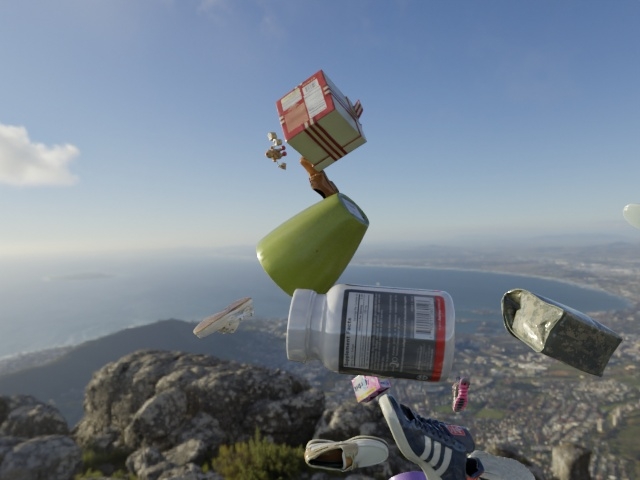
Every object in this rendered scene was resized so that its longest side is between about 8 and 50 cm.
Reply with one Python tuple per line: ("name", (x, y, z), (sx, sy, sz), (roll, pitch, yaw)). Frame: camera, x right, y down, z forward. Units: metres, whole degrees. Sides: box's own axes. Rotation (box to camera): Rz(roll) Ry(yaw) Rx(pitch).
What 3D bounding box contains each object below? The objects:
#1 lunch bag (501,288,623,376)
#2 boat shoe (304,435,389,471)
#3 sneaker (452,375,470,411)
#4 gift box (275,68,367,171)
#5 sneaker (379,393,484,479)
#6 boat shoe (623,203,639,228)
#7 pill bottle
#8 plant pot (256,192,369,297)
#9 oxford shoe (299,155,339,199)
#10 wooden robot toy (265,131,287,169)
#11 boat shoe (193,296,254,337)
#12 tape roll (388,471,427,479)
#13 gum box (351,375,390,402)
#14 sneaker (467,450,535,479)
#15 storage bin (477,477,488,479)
("lunch bag", (0.728, 0.273, 1.550), (0.235, 0.169, 0.287), (24, 8, -14))
("boat shoe", (0.095, 0.770, 1.750), (0.302, 0.113, 0.103), (-6, 4, 4))
("sneaker", (0.453, 0.501, 1.616), (0.047, 0.119, 0.057), (16, -2, -21))
("gift box", (0.014, -0.452, 1.837), (0.255, 0.276, 0.258), (-25, -35, 24))
("sneaker", (0.274, 0.470, 1.179), (0.148, 0.350, 0.131), (-34, 24, 6))
("boat shoe", (0.904, -0.054, 1.293), (0.083, 0.065, 0.183), (-14, 31, -31))
("pill bottle", (0.115, 0.209, 1.148), (0.362, 0.210, 0.210), (4, 1, 6))
("plant pot", (0.000, 0.000, 1.515), (0.293, 0.275, 0.275), (-45, -17, 20))
("oxford shoe", (-0.018, -0.244, 1.946), (0.076, 0.212, 0.076), (-41, 2, -17))
("wooden robot toy", (-0.196, -0.375, 2.067), (0.079, 0.173, 0.076), (-10, -5, -40))
("boat shoe", (-0.349, 0.309, 1.857), (0.098, 0.096, 0.277), (-8, 14, 44))
("tape roll", (0.358, 0.990, 1.940), (0.189, 0.189, 0.080), (-2, 43, -4))
("gum box", (0.220, 0.640, 2.192), (0.062, 0.107, 0.188), (9, -41, -32))
("sneaker", (0.622, 0.803, 1.704), (0.235, 0.095, 0.090), (21, 51, 14))
("storage bin", (0.691, 0.996, 1.981), (0.122, 0.180, 0.084), (-17, -30, -38))
